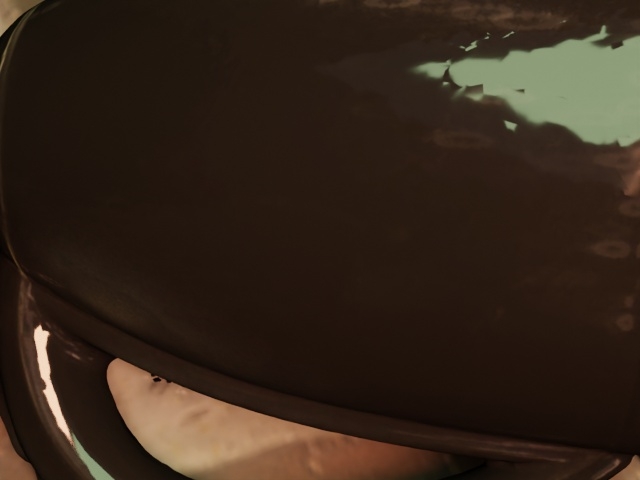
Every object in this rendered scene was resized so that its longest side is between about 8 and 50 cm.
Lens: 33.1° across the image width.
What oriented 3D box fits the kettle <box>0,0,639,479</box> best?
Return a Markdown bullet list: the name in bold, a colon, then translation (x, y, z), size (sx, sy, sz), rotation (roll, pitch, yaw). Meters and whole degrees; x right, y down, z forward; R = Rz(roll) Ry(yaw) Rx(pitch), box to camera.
- **kettle**: translation (0.000, 0.000, 0.421), size (0.290, 0.207, 0.268), rotation (2, 87, 8)
